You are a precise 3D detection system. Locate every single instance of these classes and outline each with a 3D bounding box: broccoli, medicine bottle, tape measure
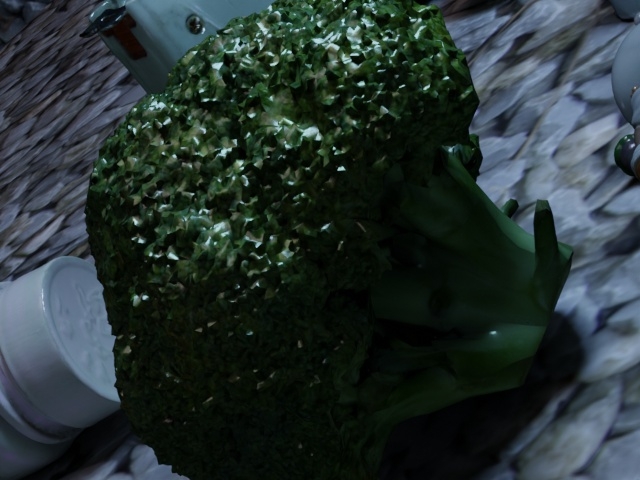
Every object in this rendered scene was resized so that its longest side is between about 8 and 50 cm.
[{"bbox_3d":[-0.002,0.008,1.184,0.321,0.310,0.413,-37,-16,-19],"label":"broccoli"},{"bbox_3d":[-0.298,0.130,1.577,0.293,0.170,0.170,-28,21,25],"label":"medicine bottle"},{"bbox_3d":[-0.067,-0.185,1.791,0.246,0.243,0.125,-46,22,-24],"label":"tape measure"}]

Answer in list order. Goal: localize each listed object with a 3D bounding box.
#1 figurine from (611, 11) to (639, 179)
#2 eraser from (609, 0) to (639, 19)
[{"bbox_3d":[0.253,-0.097,1.291,0.147,0.093,0.197,-51,18,31],"label":"figurine"},{"bbox_3d":[0.268,-0.320,1.556,0.174,0.227,0.081,-29,24,16],"label":"eraser"}]
